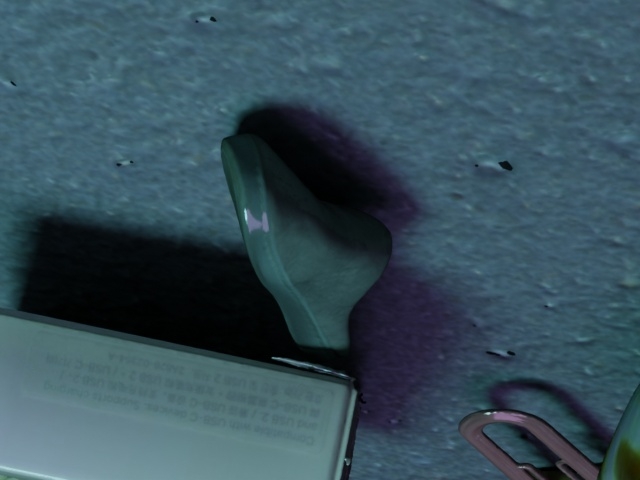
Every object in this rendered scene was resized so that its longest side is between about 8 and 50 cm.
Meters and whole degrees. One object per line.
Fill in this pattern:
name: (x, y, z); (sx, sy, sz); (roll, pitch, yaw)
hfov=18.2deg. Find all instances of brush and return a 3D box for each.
brush: (0.168, 0.165, 1.363); (0.103, 0.047, 0.233); (-11, 142, 32)

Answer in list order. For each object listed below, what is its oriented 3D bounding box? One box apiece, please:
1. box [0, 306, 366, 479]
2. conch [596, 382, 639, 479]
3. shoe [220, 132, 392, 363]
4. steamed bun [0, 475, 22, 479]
box: (-0.102, 0.114, 1.249); (0.251, 0.106, 0.203); (12, 174, 2)
conch: (0.305, 0.131, 1.112); (0.368, 0.197, 0.249); (2, 159, 30)
shoe: (0.000, 0.000, 1.132); (0.078, 0.079, 0.195); (-18, 144, 1)
steamed bun: (-0.147, 0.225, 1.484); (0.200, 0.170, 0.225); (33, 177, 27)
